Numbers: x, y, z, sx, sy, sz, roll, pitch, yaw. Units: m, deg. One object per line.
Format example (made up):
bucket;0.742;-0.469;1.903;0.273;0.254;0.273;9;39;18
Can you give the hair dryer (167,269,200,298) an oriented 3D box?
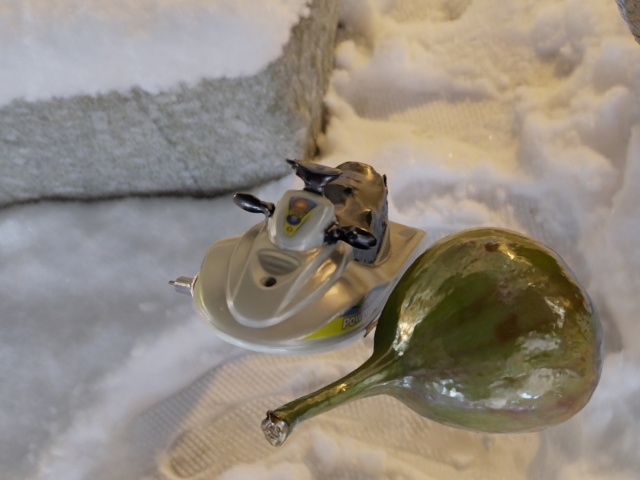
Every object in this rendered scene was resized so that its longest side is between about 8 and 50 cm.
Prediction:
hair dryer;-0.110;0.045;0.846;0.114;0.063;0.037;8;76;45

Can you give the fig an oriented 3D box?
fig;0.064;0.080;0.583;0.245;0.149;0.149;-18;57;-25

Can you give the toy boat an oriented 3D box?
toy boat;0.000;0.005;0.705;0.140;0.269;0.141;2;97;16

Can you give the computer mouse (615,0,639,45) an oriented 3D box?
computer mouse;0.328;-0.124;0.648;0.087;0.168;0.295;-43;70;10
